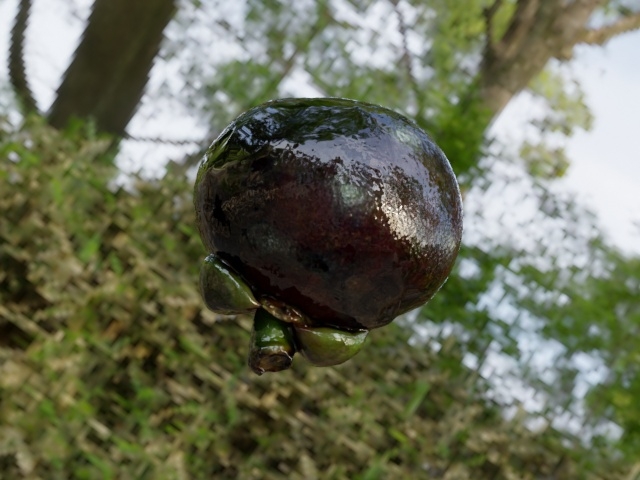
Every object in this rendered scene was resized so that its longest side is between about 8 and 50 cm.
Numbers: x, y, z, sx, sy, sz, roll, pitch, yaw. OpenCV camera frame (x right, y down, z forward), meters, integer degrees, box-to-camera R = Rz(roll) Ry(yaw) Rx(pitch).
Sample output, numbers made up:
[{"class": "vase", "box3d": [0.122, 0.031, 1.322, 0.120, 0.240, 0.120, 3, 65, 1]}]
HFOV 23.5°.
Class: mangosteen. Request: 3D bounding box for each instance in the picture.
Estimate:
[{"class": "mangosteen", "box3d": [0.008, -0.007, 1.212, 0.216, 0.216, 0.216, 33, -13, 8]}]
